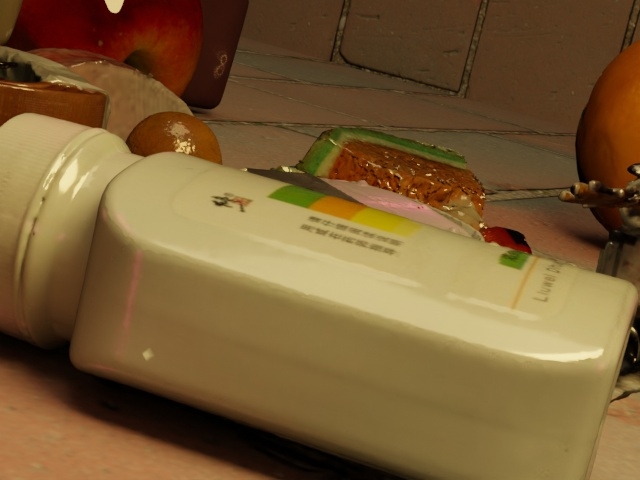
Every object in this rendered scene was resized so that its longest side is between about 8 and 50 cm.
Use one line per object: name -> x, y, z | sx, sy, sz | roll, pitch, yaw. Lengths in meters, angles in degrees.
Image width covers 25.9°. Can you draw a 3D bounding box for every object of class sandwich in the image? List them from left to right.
sandwich -> 0.053, -0.044, 1.157 | 0.235, 0.079, 0.159 | 7, 13, -32

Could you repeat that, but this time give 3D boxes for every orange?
orange -> -0.112, -0.060, 1.068 | 0.085, 0.085, 0.085 | 13, 11, -3
orange -> 0.371, -0.092, 1.359 | 0.246, 0.246, 0.246 | 13, 11, -3

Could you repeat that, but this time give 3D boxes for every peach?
peach -> -0.218, -0.221, 1.335 | 0.199, 0.243, 0.243 | -26, 19, -7

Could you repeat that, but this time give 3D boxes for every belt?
belt -> -0.244, -0.079, 0.922 | 0.184, 0.105, 0.261 | -1, 15, -45

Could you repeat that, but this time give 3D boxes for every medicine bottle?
medicine bottle -> -0.013, 0.029, 0.630 | 0.296, 0.111, 0.161 | 15, 11, 15

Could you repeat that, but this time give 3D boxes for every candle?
candle -> 0.137, 0.026, 1.030 | 0.053, 0.048, 0.162 | -21, 11, 4

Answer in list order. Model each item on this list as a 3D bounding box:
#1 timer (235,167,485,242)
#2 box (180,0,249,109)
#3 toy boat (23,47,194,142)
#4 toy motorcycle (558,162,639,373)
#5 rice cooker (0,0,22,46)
timer -> 0.000, 0.000, 0.906 | 0.190, 0.069, 0.208 | 4, 15, -30
box -> -0.238, -0.267, 1.669 | 0.294, 0.193, 0.167 | 19, 7, 28
toy boat -> -0.245, -0.112, 1.185 | 0.206, 0.096, 0.282 | -3, 7, -44
toy motorcycle -> 0.256, 0.028, 0.900 | 0.207, 0.134, 0.401 | 21, 11, 35
rice cooker -> -0.316, -0.215, 1.113 | 0.145, 0.127, 0.206 | 4, 11, -38
